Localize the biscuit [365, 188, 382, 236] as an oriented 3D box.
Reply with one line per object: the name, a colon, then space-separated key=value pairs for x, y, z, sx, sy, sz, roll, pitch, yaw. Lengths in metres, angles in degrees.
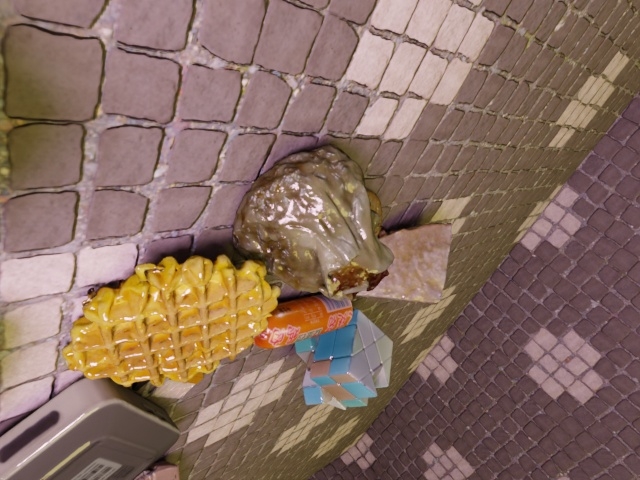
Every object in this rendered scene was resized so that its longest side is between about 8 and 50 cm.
biscuit: x=0.051 y=-0.009 z=0.919 sx=0.219 sy=0.033 sz=0.220 roll=-27 pitch=139 yaw=-27

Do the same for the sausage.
sausage: x=-0.049 y=0.174 z=0.974 sx=0.312 sy=0.093 sz=0.093 roll=-2 pitch=131 yaw=-54

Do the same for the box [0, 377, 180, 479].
box: x=-0.452 y=0.419 z=0.772 sx=0.367 sy=0.090 sz=0.373 roll=-37 pitch=152 yaw=-18

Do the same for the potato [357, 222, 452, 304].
potato: x=0.177 y=0.052 z=1.120 sx=0.263 sy=0.211 sz=0.189 roll=4 pitch=179 yaw=-9

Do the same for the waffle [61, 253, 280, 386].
waffle: x=-0.211 y=0.131 z=0.684 sx=0.328 sy=0.062 sz=0.329 roll=-17 pitch=142 yaw=-13

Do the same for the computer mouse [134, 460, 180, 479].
computer mouse: x=-0.434 y=0.657 z=1.112 sx=0.199 sy=0.115 sz=0.389 roll=-21 pitch=145 yaw=-41

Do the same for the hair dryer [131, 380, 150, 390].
hair dryer: x=-0.332 y=0.237 z=0.785 sx=0.079 sy=0.031 sz=0.083 roll=-45 pitch=139 yaw=20

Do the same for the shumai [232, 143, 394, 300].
shumai: x=-0.001 y=-0.001 z=0.700 sx=0.189 sy=0.218 sz=0.256 roll=-16 pitch=144 yaw=-50

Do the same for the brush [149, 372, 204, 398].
brush: x=-0.223 y=0.230 z=0.921 sx=0.272 sy=0.013 sz=0.103 roll=-44 pitch=152 yaw=-2

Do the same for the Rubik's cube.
Rubik's cube: x=0.049 y=0.300 z=1.167 sx=0.212 sy=0.266 sz=0.224 roll=-20 pitch=129 yaw=35
